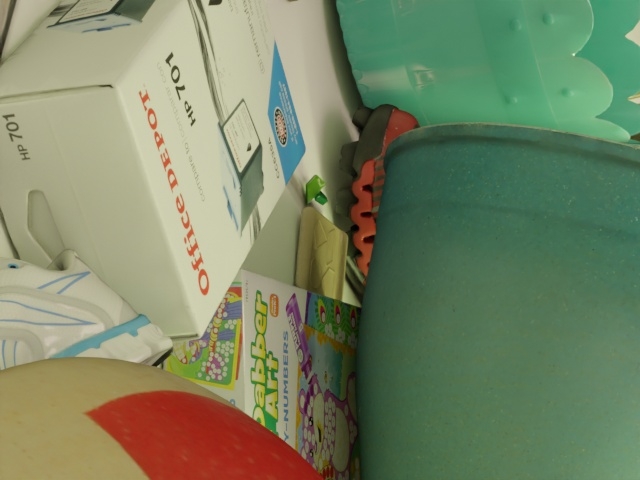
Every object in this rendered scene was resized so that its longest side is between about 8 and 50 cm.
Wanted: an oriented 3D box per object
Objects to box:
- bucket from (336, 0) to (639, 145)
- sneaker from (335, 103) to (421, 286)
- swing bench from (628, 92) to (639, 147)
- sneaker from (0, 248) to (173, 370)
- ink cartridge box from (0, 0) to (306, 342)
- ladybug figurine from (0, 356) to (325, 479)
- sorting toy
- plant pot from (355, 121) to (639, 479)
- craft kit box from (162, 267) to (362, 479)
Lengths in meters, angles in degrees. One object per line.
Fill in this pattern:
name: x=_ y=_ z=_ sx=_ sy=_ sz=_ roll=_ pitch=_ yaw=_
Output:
bucket: x=0.132 y=-0.191 z=1.319 sx=0.281 sy=0.183 sz=0.281 roll=-8 pitch=90 yaw=-71
sneaker: x=0.094 y=0.030 z=1.254 sx=0.097 sy=0.135 sz=0.276 roll=-47 pitch=128 yaw=-61
swing bench: x=0.255 y=-0.026 z=1.411 sx=0.254 sy=0.253 sz=0.165 roll=-122 pitch=-160 yaw=-73
sneaker: x=-0.145 y=0.049 z=0.729 sx=0.083 sy=0.071 sz=0.191 roll=53 pitch=27 yaw=7
ink cartridge box: x=-0.083 y=-0.055 z=0.873 sx=0.190 sy=0.082 sz=0.139 roll=-66 pitch=145 yaw=-55
ladybug figurine: x=-0.062 y=0.208 z=0.685 sx=0.449 sy=0.162 sz=0.305 roll=33 pitch=70 yaw=-67
sorting toy: x=0.000 y=0.000 z=1.180 sx=0.062 sy=0.012 sz=0.083 roll=33 pitch=58 yaw=-59
plant pot: x=0.140 y=0.097 z=1.058 sx=0.271 sy=0.272 sz=0.255 roll=41 pitch=62 yaw=-62
craft kit box: x=-0.019 y=0.154 z=1.040 sx=0.247 sy=0.061 sz=0.249 roll=18 pitch=68 yaw=-65
